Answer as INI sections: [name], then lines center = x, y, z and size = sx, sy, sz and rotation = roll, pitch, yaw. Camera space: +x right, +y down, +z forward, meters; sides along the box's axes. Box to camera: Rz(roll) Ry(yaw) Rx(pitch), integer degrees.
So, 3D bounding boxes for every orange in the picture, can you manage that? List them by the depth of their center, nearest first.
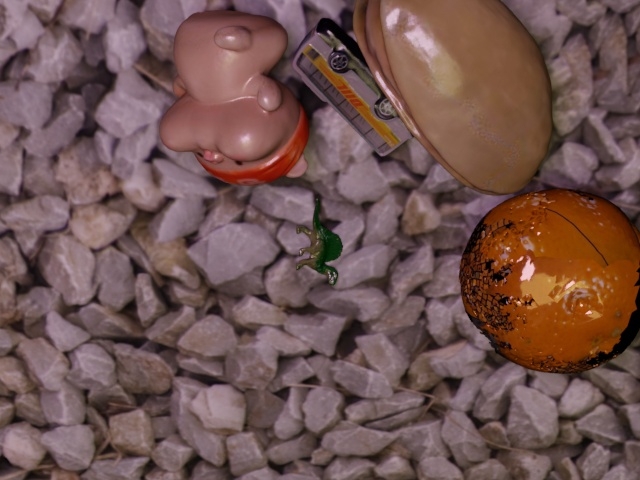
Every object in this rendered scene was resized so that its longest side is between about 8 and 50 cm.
[orange]
center = 0.286, 0.050, 1.337
size = 0.234, 0.182, 0.235
rotation = 0, 102, 0

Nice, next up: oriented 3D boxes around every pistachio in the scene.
[pistachio]
center = 0.156, -0.179, 1.234
size = 0.181, 0.162, 0.293
rotation = -47, 114, -23

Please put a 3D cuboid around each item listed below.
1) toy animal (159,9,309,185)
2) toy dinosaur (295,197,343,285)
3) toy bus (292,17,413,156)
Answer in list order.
[toy animal]
center = -0.097, -0.159, 1.263
size = 0.171, 0.171, 0.198
rotation = -7, 112, 5
[toy dinosaur]
center = 0.000, 0.001, 1.408
size = 0.060, 0.029, 0.120
rotation = -2, 110, -14
[toy bus]
center = 0.041, -0.179, 1.302
size = 0.172, 0.057, 0.072
rotation = 43, 118, -16
